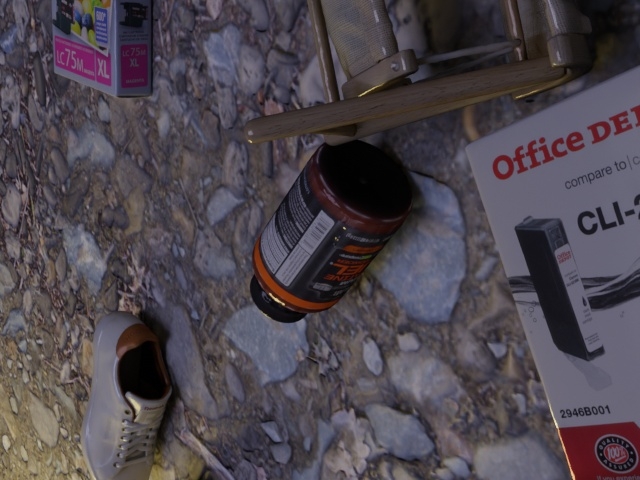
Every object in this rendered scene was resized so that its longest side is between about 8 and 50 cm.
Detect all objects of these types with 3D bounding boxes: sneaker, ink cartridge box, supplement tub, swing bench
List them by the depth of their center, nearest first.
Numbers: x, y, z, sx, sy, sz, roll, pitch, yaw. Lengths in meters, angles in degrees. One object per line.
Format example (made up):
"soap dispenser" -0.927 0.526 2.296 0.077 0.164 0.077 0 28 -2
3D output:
"ink cartridge box" 0.234 0.025 0.550 0.197 0.114 0.273 -23 82 50
"swing bench" 0.062 -0.220 0.641 0.254 0.165 0.253 -11 91 27
"supplement tub" 0.000 0.000 0.829 0.106 0.106 0.198 58 138 22
"ink cartridge box" -0.288 -0.357 1.109 0.185 0.065 0.311 25 117 43
"sneaker" -0.272 0.255 1.216 0.123 0.106 0.290 18 112 49
